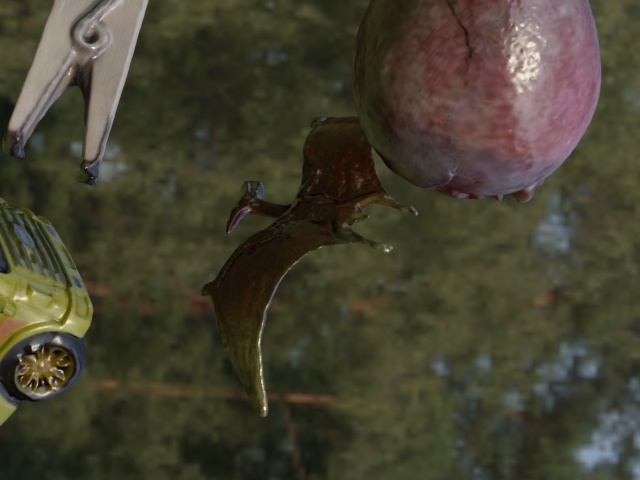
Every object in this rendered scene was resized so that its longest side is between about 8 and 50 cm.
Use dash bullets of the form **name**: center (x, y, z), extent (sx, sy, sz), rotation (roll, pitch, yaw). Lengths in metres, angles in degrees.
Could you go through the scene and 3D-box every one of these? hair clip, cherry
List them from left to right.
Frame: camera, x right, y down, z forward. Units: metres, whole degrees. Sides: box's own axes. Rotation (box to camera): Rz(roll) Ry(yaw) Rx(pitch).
- **hair clip**: center (-0.226, -0.227, 1.911), extent (0.085, 0.101, 0.331), rotation (113, -7, -75)
- **cherry**: center (0.118, -0.148, 1.407), extent (0.192, 0.175, 0.250), rotation (-117, -148, -45)

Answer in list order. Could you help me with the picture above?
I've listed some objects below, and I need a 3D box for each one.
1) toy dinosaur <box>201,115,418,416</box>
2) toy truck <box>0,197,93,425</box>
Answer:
- **toy dinosaur**: center (0.004, 0.005, 1.773), extent (0.327, 0.206, 0.113), rotation (-82, 150, -46)
- **toy truck**: center (-0.390, 0.126, 1.551), extent (0.405, 0.254, 0.181), rotation (-46, -133, 11)
